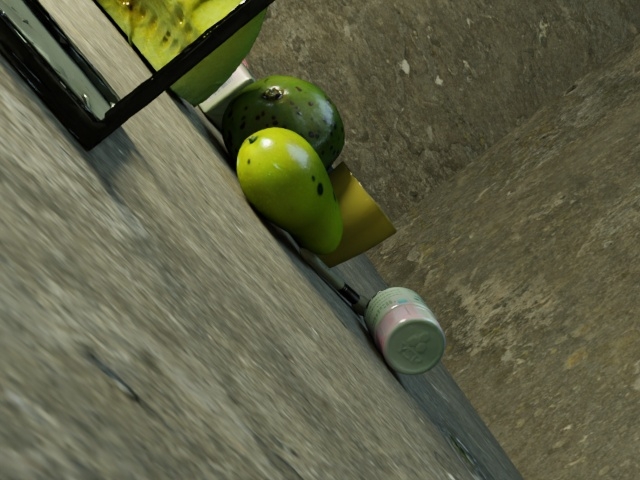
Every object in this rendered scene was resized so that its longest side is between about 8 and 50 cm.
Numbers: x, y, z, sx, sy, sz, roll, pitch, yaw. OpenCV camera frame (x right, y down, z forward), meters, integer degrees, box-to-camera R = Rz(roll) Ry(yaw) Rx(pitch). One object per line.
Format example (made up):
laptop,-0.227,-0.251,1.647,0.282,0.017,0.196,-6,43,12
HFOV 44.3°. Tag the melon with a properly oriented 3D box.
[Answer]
melon,-0.295,-0.443,1.411,0.343,0.226,0.331,53,-35,6

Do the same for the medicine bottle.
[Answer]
medicine bottle,0.165,0.178,1.553,0.135,0.135,0.168,51,5,-17

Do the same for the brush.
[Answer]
brush,0.030,0.084,1.587,0.299,0.039,0.042,43,6,-47

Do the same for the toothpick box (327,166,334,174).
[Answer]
toothpick box,-0.039,-0.127,1.759,0.101,0.153,0.101,52,3,-4

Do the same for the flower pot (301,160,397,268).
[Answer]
flower pot,0.035,-0.040,1.645,0.195,0.179,0.195,53,2,-3

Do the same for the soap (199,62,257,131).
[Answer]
soap,-0.218,-0.351,1.828,0.199,0.138,0.182,55,6,29

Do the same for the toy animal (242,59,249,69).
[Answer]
toy animal,-0.282,-0.474,2.157,0.198,0.171,0.171,35,16,-50

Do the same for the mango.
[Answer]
mango,-0.044,-0.086,1.408,0.293,0.143,0.175,52,18,-46

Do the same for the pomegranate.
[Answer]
pomegranate,-0.074,-0.207,1.592,0.254,0.254,0.270,54,-7,30

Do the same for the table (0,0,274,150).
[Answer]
table,-0.198,-0.306,0.697,0.335,0.272,0.222,51,4,-15
